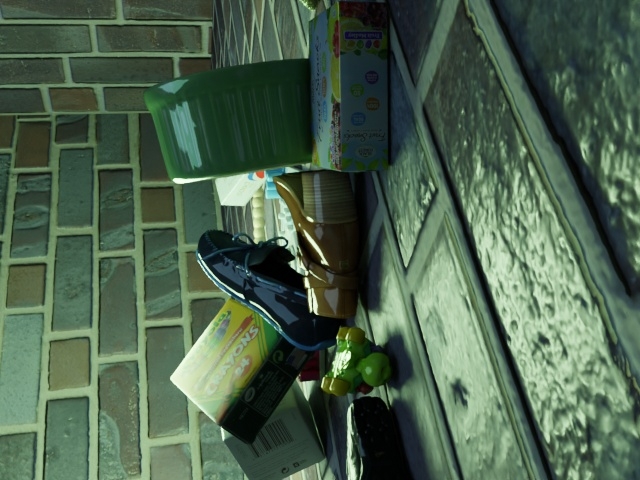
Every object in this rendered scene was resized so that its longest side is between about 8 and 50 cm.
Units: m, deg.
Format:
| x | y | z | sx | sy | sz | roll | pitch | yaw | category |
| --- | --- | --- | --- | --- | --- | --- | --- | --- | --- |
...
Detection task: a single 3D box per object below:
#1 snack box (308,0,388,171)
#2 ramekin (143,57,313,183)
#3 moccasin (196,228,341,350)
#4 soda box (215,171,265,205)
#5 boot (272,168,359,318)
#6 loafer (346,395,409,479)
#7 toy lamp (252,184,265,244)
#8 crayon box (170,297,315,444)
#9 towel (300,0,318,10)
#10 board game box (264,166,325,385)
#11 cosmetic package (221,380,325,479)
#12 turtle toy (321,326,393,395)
| x | y | z | sx | sy | sz | roll | pitch | yaw | category |
| --- | --- | --- | --- | --- | --- | --- | --- | --- | --- |
| 0.034 | -0.199 | 1.021 | 0.174 | 0.070 | 0.207 | -145 | 54 | -74 | snack box |
| -0.114 | -0.181 | 1.206 | 0.303 | 0.303 | 0.148 | -165 | 65 | -77 | ramekin |
| -0.080 | 0.056 | 1.343 | 0.342 | 0.137 | 0.117 | 32 | 119 | 29 | moccasin |
| -0.171 | -0.167 | 1.816 | 0.216 | 0.069 | 0.074 | -45 | 53 | 47 | soda box |
| 0.000 | 0.000 | 1.203 | 0.283 | 0.108 | 0.220 | -169 | 72 | -70 | boot |
| 0.073 | 0.306 | 0.968 | 0.078 | 0.076 | 0.223 | 92 | 172 | -47 | loafer |
| -0.152 | -0.052 | 1.920 | 0.080 | 0.080 | 0.275 | 171 | 98 | -78 | toy lamp |
| -0.164 | 0.228 | 1.439 | 0.202 | 0.081 | 0.318 | -55 | 27 | -12 | crayon box |
| -0.046 | -0.470 | 1.301 | 0.110 | 0.027 | 0.148 | 27 | -133 | -56 | towel |
| -0.059 | 0.051 | 1.565 | 0.390 | 0.050 | 0.390 | -144 | 52 | -74 | board game box |
| -0.101 | 0.347 | 1.488 | 0.184 | 0.151 | 0.152 | -114 | -1 | -61 | cosmetic package |
| 0.053 | 0.168 | 1.027 | 0.130 | 0.066 | 0.095 | 156 | 134 | -75 | turtle toy |
